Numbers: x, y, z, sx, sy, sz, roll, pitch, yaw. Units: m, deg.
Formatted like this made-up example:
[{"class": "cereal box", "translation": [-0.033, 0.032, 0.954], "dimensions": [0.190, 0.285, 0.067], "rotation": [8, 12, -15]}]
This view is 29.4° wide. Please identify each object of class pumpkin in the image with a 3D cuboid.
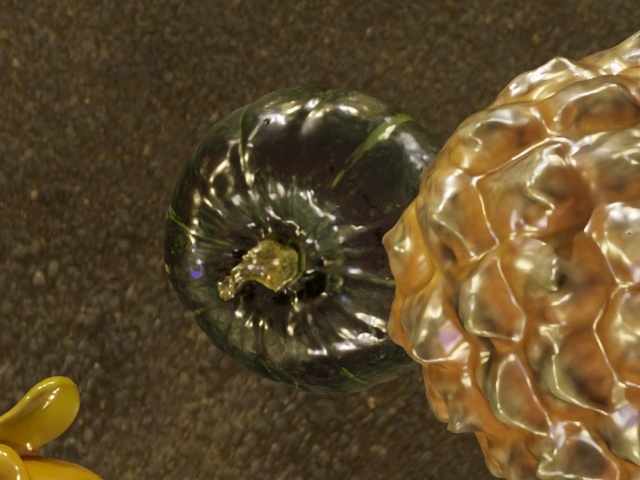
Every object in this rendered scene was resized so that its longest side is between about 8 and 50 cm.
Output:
[{"class": "pumpkin", "translation": [0.000, 0.000, 1.252], "dimensions": [0.323, 0.241, 0.323], "rotation": [2, 97, 18]}]

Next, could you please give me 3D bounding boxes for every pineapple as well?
[{"class": "pineapple", "translation": [0.121, 0.029, 0.384], "dimensions": [0.166, 0.166, 0.193], "rotation": [-36, 61, -25]}]

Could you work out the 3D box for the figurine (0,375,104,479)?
[{"class": "figurine", "translation": [-0.263, 0.234, 1.045], "dimensions": [0.215, 0.215, 0.228], "rotation": [-27, 71, -23]}]
